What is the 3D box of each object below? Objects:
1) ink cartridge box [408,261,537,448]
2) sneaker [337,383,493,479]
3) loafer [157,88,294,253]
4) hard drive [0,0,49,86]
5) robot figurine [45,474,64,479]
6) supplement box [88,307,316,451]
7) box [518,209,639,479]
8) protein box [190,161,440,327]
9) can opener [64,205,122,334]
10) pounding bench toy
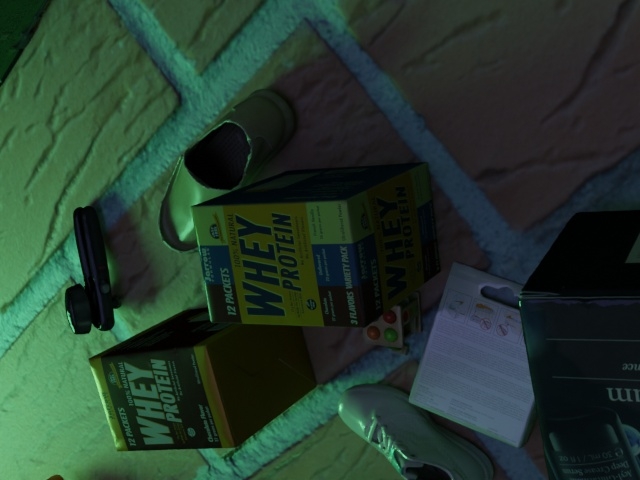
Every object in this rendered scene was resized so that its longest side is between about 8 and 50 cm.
[{"bbox_3d":[0.195,0.130,1.097,0.146,0.045,0.179,20,96,25],"label":"ink cartridge box"},{"bbox_3d":[0.102,0.249,1.143,0.212,0.094,0.080,27,118,21],"label":"sneaker"},{"bbox_3d":[-0.139,-0.080,1.184,0.102,0.092,0.268,45,122,11],"label":"loafer"},{"bbox_3d":[-0.507,-0.272,1.196,0.064,0.339,0.237,52,124,10],"label":"hard drive"},{"bbox_3d":[-0.401,0.485,1.493,0.158,0.128,0.219,-30,88,-2],"label":"robot figurine"},{"bbox_3d":[-0.147,0.169,1.207,0.194,0.191,0.129,-10,99,33],"label":"supplement box"},{"bbox_3d":[0.377,0.182,0.868,0.294,0.212,0.395,-3,111,30],"label":"box"},{"bbox_3d":[0.000,0.000,1.062,0.200,0.201,0.135,-1,105,31],"label":"protein box"},{"bbox_3d":[-0.327,0.042,1.356,0.059,0.073,0.186,3,97,38],"label":"can opener"},{"bbox_3d":[0.085,0.107,1.127,0.052,0.065,0.083,3,107,29],"label":"pounding bench toy"}]
